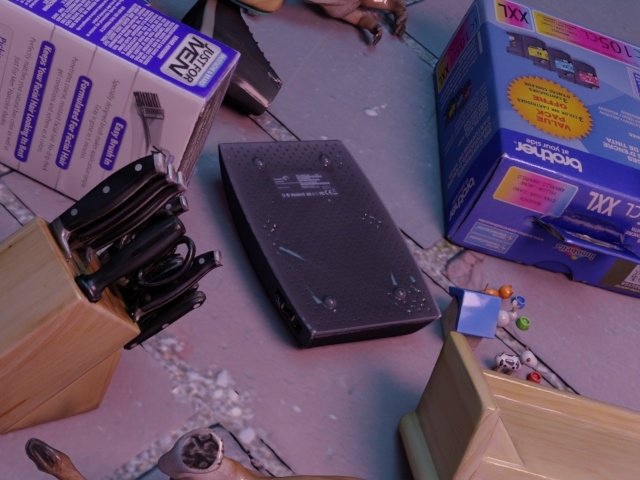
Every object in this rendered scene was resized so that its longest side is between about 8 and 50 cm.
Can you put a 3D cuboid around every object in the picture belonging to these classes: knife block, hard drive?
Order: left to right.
[{"bbox_3d":[-0.219,0.045,0.871,0.276,0.242,0.088,-11,53,-35],"label":"knife block"},{"bbox_3d":[0.000,0.000,1.173,0.172,0.054,0.254,-5,51,-31],"label":"hard drive"}]

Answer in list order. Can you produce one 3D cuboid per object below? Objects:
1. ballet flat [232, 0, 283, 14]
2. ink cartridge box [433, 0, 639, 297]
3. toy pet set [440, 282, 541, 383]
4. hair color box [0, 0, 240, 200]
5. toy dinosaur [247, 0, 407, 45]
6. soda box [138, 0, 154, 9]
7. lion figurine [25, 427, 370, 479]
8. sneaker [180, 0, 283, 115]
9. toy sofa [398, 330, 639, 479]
[{"bbox_3d":[-0.144,-0.333,1.297,0.232,0.073,0.080,20,34,-1],"label":"ballet flat"},{"bbox_3d":[0.293,-0.099,1.361,0.270,0.151,0.395,16,44,-13],"label":"ink cartridge box"},{"bbox_3d":[0.187,0.077,1.186,0.114,0.065,0.122,13,43,-17],"label":"toy pet set"},{"bbox_3d":[-0.269,-0.165,1.098,0.339,0.185,0.110,28,40,-1],"label":"hair color box"},{"bbox_3d":[0.030,-0.367,1.513,0.200,0.127,0.296,35,36,18],"label":"toy dinosaur"},{"bbox_3d":[-0.219,-0.227,1.253,0.067,0.071,0.210,12,37,-48],"label":"soda box"},{"bbox_3d":[-0.009,0.221,0.860,0.392,0.240,0.142,18,80,12],"label":"lion figurine"},{"bbox_3d":[-0.106,-0.226,1.342,0.118,0.083,0.222,35,31,-21],"label":"sneaker"},{"bbox_3d":[0.254,0.230,1.032,0.363,0.177,0.150,16,20,-12],"label":"toy sofa"}]
